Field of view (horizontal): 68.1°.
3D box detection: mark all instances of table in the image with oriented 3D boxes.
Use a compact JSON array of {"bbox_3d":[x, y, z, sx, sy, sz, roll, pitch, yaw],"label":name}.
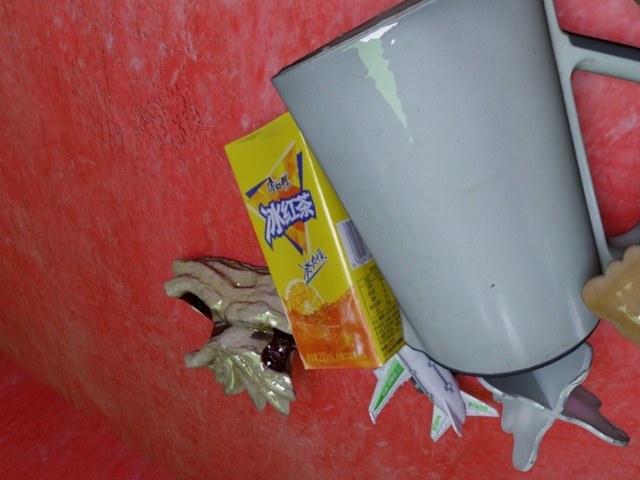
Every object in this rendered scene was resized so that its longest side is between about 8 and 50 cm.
[{"bbox_3d":[0.264,0.167,0.583,0.167,0.198,0.166,2,101,11],"label":"table"}]

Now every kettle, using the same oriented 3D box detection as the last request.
[{"bbox_3d":[0.192,-0.081,0.497,0.361,0.250,0.376,-23,112,12],"label":"kettle"}]

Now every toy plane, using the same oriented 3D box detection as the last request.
[{"bbox_3d":[0.165,0.192,0.760,0.251,0.101,0.255,-32,89,21],"label":"toy plane"}]

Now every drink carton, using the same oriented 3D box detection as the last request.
[{"bbox_3d":[0.000,0.000,0.677,0.155,0.111,0.351,-15,97,41],"label":"drink carton"}]

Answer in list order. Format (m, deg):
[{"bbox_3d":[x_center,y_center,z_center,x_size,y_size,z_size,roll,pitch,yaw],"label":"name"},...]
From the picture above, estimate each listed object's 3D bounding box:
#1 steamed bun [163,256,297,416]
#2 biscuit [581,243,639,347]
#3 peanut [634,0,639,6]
[{"bbox_3d":[-0.130,0.186,0.913,0.428,0.189,0.247,12,135,26],"label":"steamed bun"},{"bbox_3d":[0.363,0.006,0.300,0.217,0.044,0.324,39,132,11],"label":"biscuit"},{"bbox_3d":[0.274,-0.268,0.357,0.298,0.120,0.136,43,115,-5],"label":"peanut"}]
